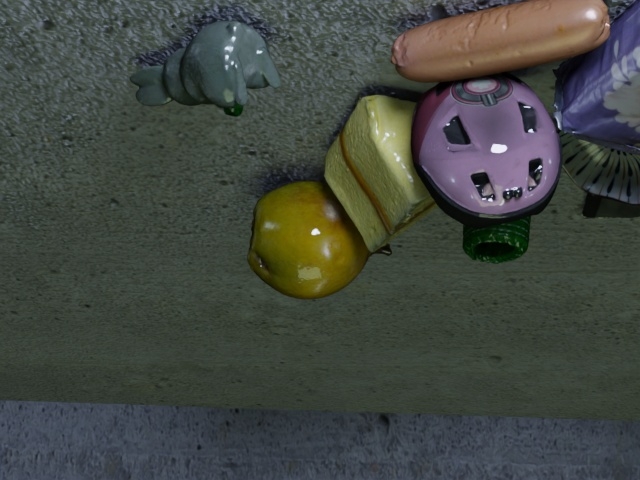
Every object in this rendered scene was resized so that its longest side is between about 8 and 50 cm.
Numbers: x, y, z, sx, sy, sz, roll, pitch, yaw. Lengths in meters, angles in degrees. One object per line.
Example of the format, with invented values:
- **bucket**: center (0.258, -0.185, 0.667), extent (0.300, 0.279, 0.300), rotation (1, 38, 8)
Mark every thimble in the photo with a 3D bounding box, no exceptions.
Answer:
- **thimble**: center (0.307, -0.017, 2.198), extent (0.118, 0.090, 0.130), rotation (5, 158, 3)

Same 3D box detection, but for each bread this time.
- **bread**: center (0.155, -0.138, 1.938), extent (0.236, 0.198, 0.263), rotation (-26, 170, -22)

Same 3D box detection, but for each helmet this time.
- **helmet**: center (0.220, -0.142, 1.667), extent (0.198, 0.253, 0.154), rotation (-13, 157, -2)

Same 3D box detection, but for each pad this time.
- **pad**: center (0.530, -0.089, 2.080), extent (0.174, 0.022, 0.233), rotation (0, 157, 7)

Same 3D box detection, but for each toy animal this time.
- **toy animal**: center (-0.161, -0.238, 1.725), extent (0.108, 0.138, 0.236), rotation (-28, -154, -34)

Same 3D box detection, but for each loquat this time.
- **loquat**: center (0.000, 0.000, 2.139), extent (0.246, 0.213, 0.213), rotation (4, 159, -1)

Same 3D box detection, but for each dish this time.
- **dish**: center (0.439, -0.139, 1.858), extent (0.190, 0.066, 0.191), rotation (26, 151, 16)

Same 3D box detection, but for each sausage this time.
- **sausage**: center (0.229, -0.258, 1.607), extent (0.289, 0.086, 0.086), rotation (-9, 155, 26)

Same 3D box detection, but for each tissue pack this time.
- **tissue pack**: center (0.484, -0.229, 1.587), extent (0.242, 0.125, 0.344), rotation (12, 155, -18)
